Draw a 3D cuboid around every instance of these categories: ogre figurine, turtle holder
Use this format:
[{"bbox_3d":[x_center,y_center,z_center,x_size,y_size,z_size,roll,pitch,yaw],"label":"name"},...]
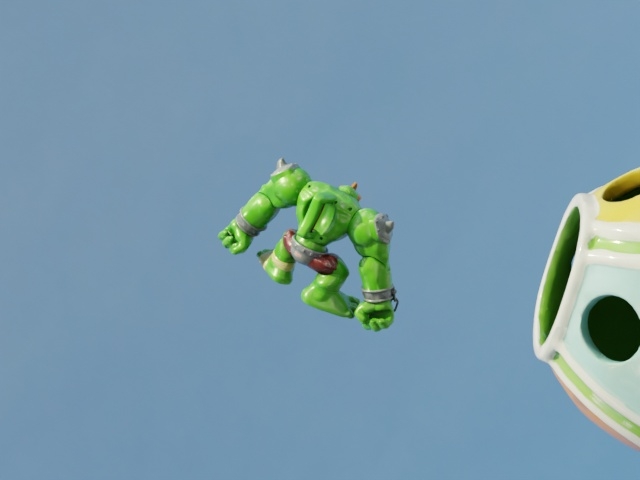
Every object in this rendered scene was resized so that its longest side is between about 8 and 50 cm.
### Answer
[{"bbox_3d":[0.000,0.000,1.659,0.096,0.197,0.118,-6,-54,-45],"label":"ogre figurine"},{"bbox_3d":[0.303,0.032,1.302,0.227,0.243,0.320,15,-45,-2],"label":"turtle holder"}]
